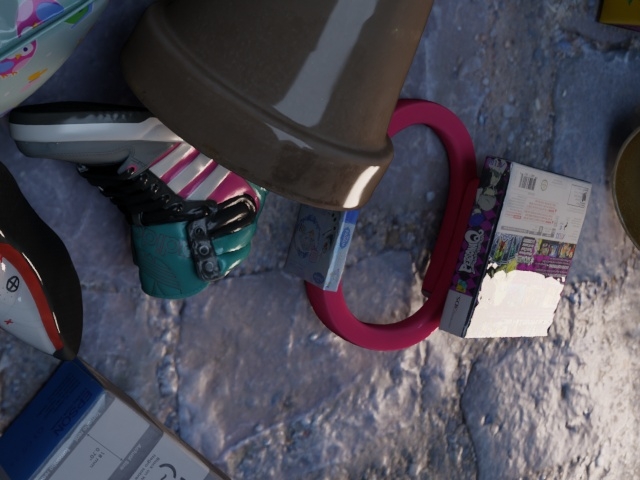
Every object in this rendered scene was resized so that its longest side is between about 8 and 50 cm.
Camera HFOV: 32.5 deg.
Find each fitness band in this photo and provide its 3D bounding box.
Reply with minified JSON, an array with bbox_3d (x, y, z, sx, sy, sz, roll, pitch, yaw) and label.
[{"bbox_3d":[0.090,-0.017,1.256,0.209,0.054,0.291,12,96,-33],"label":"fitness band"}]

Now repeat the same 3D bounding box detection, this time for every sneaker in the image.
[{"bbox_3d":[-0.161,-0.034,1.024,0.295,0.124,0.178,0,99,-47],"label":"sneaker"},{"bbox_3d":[-0.315,0.025,0.978,0.145,0.090,0.270,-6,146,6],"label":"sneaker"}]

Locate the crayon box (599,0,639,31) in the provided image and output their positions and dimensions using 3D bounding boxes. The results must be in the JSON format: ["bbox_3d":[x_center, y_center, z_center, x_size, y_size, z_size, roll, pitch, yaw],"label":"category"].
[{"bbox_3d":[0.545,-0.402,1.411,0.363,0.106,0.313,4,103,-34],"label":"crayon box"}]

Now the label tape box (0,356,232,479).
[{"bbox_3d":[-0.203,0.311,1.120,0.240,0.106,0.333,-50,125,-10],"label":"label tape box"}]

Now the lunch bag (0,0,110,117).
[{"bbox_3d":[-0.249,-0.200,0.854,0.262,0.223,0.160,-41,98,-17],"label":"lunch bag"}]

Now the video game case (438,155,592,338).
[{"bbox_3d":[0.241,0.014,1.329,0.232,0.042,0.210,5,101,-54],"label":"video game case"}]

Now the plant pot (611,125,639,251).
[{"bbox_3d":[0.553,-0.097,1.456,0.254,0.237,0.237,-30,120,-41],"label":"plant pot"}]

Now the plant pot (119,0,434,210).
[{"bbox_3d":[-0.011,-0.190,0.962,0.263,0.263,0.229,17,117,-36],"label":"plant pot"}]

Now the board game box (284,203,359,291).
[{"bbox_3d":[0.000,0.000,1.172,0.020,0.090,0.090,13,97,-32],"label":"board game box"}]
